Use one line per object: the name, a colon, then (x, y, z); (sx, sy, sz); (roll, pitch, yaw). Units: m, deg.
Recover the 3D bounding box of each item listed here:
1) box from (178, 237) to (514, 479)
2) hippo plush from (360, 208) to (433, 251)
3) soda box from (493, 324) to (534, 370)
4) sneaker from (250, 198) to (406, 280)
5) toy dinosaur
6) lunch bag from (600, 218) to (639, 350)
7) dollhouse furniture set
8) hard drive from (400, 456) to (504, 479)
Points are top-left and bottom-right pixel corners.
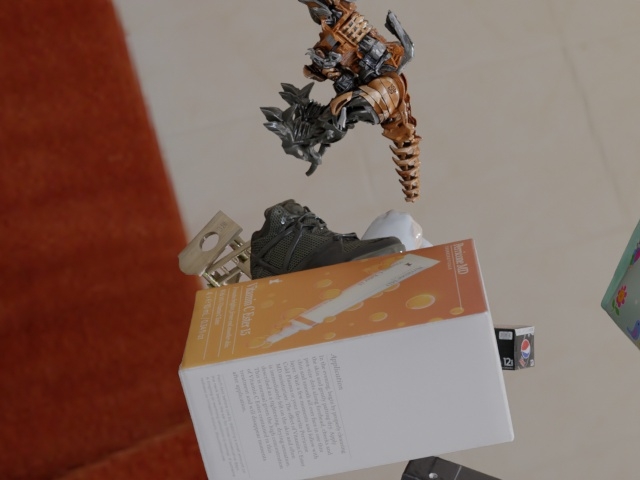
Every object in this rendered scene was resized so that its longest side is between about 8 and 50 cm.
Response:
box: (0.031, 0.142, 1.783); (0.215, 0.345, 0.168); (-89, 167, -68)
hippo plush: (0.129, 0.103, 2.166); (0.236, 0.234, 0.294); (32, -3, 29)
soda box: (0.185, 0.133, 1.964); (0.169, 0.060, 0.053); (1, -88, 33)
sneaker: (0.000, 0.000, 1.988); (0.227, 0.087, 0.130); (-13, -96, 35)
toy dinosaur: (0.045, -0.199, 2.145); (0.322, 0.218, 0.164); (67, 19, 8)
lunch bag: (0.409, 0.012, 1.494); (0.223, 0.160, 0.262); (-118, -135, -62)
dollhouse furniture set: (-0.089, 0.074, 2.203); (0.161, 0.101, 0.182); (38, -6, 45)
hard drive: (0.256, 0.429, 2.048); (0.339, 0.064, 0.237); (18, -53, 14)
